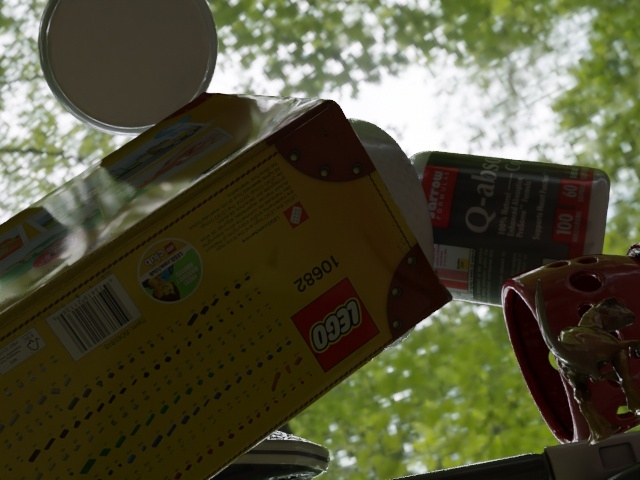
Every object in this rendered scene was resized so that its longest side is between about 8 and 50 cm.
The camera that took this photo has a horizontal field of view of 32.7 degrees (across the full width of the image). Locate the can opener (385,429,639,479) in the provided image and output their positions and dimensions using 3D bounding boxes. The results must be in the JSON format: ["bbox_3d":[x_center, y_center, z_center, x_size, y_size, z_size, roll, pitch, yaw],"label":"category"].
[{"bbox_3d":[0.176,0.208,0.908,0.283,0.095,0.076,-7,-114,-12],"label":"can opener"}]

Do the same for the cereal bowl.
[{"bbox_3d":[0.000,0.000,1.510,0.141,0.339,0.339,-7,-106,-34],"label":"cereal bowl"}]

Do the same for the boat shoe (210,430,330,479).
[{"bbox_3d":[-0.185,0.314,1.377,0.500,0.186,0.156,5,-91,-49],"label":"boat shoe"}]

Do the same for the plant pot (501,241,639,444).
[{"bbox_3d":[0.300,0.099,1.127,0.191,0.174,0.191,158,90,-86],"label":"plant pot"}]

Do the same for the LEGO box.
[{"bbox_3d":[-0.202,0.084,0.923,0.500,0.372,0.193,-35,-72,-12],"label":"LEGO box"}]

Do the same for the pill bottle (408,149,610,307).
[{"bbox_3d":[0.211,-0.016,1.535,0.210,0.363,0.210,7,-90,-77],"label":"pill bottle"}]

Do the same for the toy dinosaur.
[{"bbox_3d":[0.188,0.086,0.784,0.112,0.064,0.211,60,-158,12],"label":"toy dinosaur"}]

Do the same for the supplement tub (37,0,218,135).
[{"bbox_3d":[-0.267,-0.273,1.527,0.241,0.241,0.331,49,180,-15],"label":"supplement tub"}]
